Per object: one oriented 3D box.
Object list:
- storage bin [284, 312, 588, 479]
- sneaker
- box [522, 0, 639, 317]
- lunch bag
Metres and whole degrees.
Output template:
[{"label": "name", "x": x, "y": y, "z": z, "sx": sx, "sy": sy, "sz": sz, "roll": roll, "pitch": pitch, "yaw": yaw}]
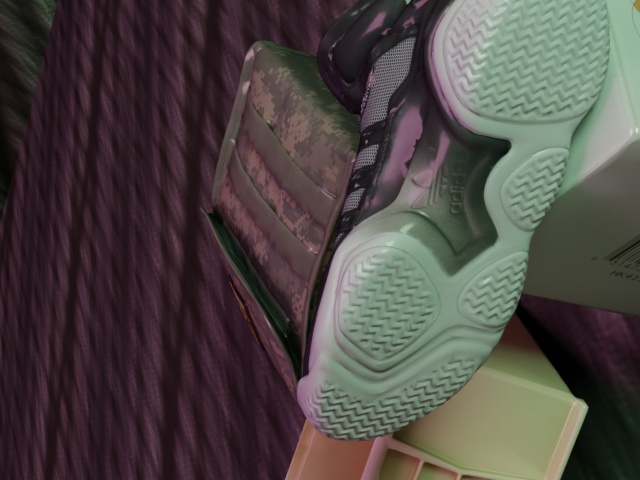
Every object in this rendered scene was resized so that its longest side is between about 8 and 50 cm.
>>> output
[{"label": "storage bin", "x": 0.061, "y": 0.166, "z": 0.915, "sx": 0.262, "sy": 0.123, "sz": 0.260, "roll": -106, "pitch": 34, "yaw": -76}, {"label": "sneaker", "x": 0.047, "y": -0.033, "z": 0.686, "sx": 0.268, "sy": 0.101, "sz": 0.153, "roll": -66, "pitch": 29, "yaw": 11}, {"label": "box", "x": 0.187, "y": -0.142, "z": 0.797, "sx": 0.168, "sy": 0.215, "sz": 0.345, "roll": -42, "pitch": 44, "yaw": 48}, {"label": "lunch bag", "x": 0.000, "y": 0.000, "z": 1.144, "sx": 0.235, "sy": 0.169, "sz": 0.287, "roll": 55, "pitch": 135, "yaw": 50}]
